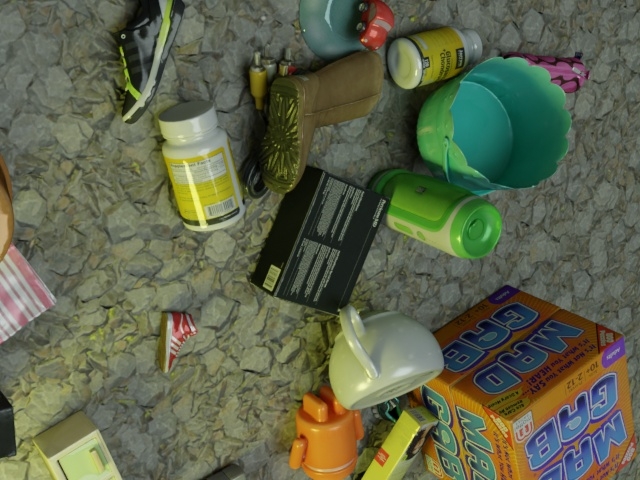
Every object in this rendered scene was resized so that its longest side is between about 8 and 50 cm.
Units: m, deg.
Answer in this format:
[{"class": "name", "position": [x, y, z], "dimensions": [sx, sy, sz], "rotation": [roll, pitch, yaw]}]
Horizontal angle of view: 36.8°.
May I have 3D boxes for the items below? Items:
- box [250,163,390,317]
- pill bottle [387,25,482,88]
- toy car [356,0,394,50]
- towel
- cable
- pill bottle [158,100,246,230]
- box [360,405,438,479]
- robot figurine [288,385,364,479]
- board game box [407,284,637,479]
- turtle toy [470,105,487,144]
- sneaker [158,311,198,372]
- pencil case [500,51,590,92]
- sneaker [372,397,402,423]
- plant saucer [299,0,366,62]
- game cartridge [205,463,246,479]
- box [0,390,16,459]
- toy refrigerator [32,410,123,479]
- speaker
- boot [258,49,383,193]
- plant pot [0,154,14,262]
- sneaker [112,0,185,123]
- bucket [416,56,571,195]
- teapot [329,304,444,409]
[{"class": "box", "position": [0.000, 0.000, 1.902], "dimensions": [0.184, 0.103, 0.261], "rotation": [20, 93, -37]}, {"class": "pill bottle", "position": [0.233, -0.373, 1.936], "dimensions": [0.184, 0.103, 0.103], "rotation": [-20, 117, -29]}, {"class": "toy car", "position": [0.102, -0.505, 1.795], "dimensions": [0.225, 0.053, 0.239], "rotation": [53, 52, -25]}, {"class": "towel", "position": [-0.553, 0.111, 1.589], "dimensions": [0.197, 0.029, 0.144], "rotation": [-40, 124, -18]}, {"class": "cable", "position": [-0.093, -0.224, 1.804], "dimensions": [0.139, 0.072, 0.287], "rotation": [-18, 130, -49]}, {"class": "pill bottle", "position": [-0.210, -0.132, 1.692], "dimensions": [0.119, 0.119, 0.208], "rotation": [-26, 120, -26]}, {"class": "box", "position": [0.173, 0.483, 2.174], "dimensions": [0.087, 0.058, 0.232], "rotation": [-2, 127, -51]}, {"class": "robot figurine", "position": [0.012, 0.422, 2.045], "dimensions": [0.158, 0.128, 0.219], "rotation": [-52, 140, -60]}, {"class": "board game box", "position": [0.454, 0.380, 2.202], "dimensions": [0.356, 0.356, 0.356], "rotation": [-30, 121, -25]}, {"class": "turtle toy", "position": [0.331, -0.242, 2.076], "dimensions": [0.130, 0.066, 0.095], "rotation": [25, 74, -36]}, {"class": "sneaker", "position": [-0.268, 0.192, 1.814], "dimensions": [0.067, 0.042, 0.118], "rotation": [0, 104, -32]}, {"class": "pencil case", "position": [0.494, -0.373, 2.128], "dimensions": [0.209, 0.098, 0.095], "rotation": [-5, 109, -34]}, {"class": "sneaker", "position": [0.144, 0.344, 2.143], "dimensions": [0.065, 0.076, 0.166], "rotation": [-39, 125, -20]}, {"class": "plant saucer", "position": [0.050, -0.433, 1.826], "dimensions": [0.195, 0.037, 0.194], "rotation": [-13, 113, -33]}, {"class": "game cartridge", "position": [-0.230, 0.660, 2.000], "dimensions": [0.230, 0.068, 0.354], "rotation": [-22, 118, -24]}, {"class": "box", "position": [-0.590, 0.292, 1.542], "dimensions": [0.156, 0.158, 0.093], "rotation": [-10, 113, -33]}, {"class": "toy refrigerator", "position": [-0.418, 0.457, 1.767], "dimensions": [0.102, 0.094, 0.269], "rotation": [-30, 121, -24]}, {"class": "speaker", "position": [0.220, -0.057, 1.914], "dimensions": [0.131, 0.297, 0.131], "rotation": [-13, 113, -32]}, {"class": "boot", "position": [0.011, -0.224, 1.806], "dimensions": [0.270, 0.089, 0.236], "rotation": [-26, 136, -49]}, {"class": "plant pot", "position": [-0.578, -0.043, 1.405], "dimensions": [0.291, 0.203, 0.290], "rotation": [-13, 114, -31]}, {"class": "sneaker", "position": [-0.305, -0.313, 1.603], "dimensions": [0.097, 0.084, 0.234], "rotation": [19, 94, -15]}, {"class": "bucket", "position": [0.341, -0.223, 1.939], "dimensions": [0.281, 0.183, 0.281], "rotation": [1, 87, -22]}, {"class": "teapot", "position": [0.116, 0.221, 1.959], "dimensions": [0.253, 0.256, 0.187], "rotation": [-12, 70, -30]}]
